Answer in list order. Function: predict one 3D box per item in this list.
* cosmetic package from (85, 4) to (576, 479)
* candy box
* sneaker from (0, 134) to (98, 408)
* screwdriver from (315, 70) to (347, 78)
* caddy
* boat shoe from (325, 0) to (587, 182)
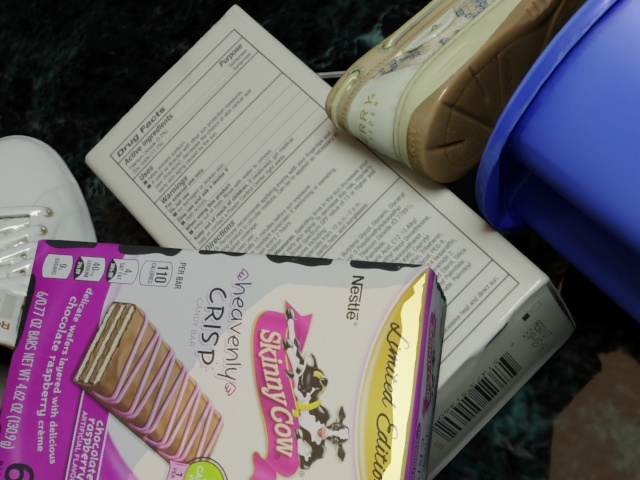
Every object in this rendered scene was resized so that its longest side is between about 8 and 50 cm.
[{"bbox_3d":[0.000,0.000,0.742,0.160,0.113,0.309,-45,60,1],"label":"cosmetic package"},{"bbox_3d":[-0.056,0.089,0.612,0.233,0.071,0.159,3,72,15],"label":"candy box"},{"bbox_3d":[-0.217,0.041,0.800,0.105,0.123,0.290,-6,70,-5],"label":"sneaker"},{"bbox_3d":[0.078,-0.125,0.792,0.169,0.025,0.024,-2,112,12],"label":"screwdriver"},{"bbox_3d":[0.241,-0.100,0.602,0.341,0.241,0.179,-38,67,-3],"label":"caddy"},{"bbox_3d":[0.121,-0.149,0.708,0.089,0.105,0.285,26,51,33],"label":"boat shoe"}]
